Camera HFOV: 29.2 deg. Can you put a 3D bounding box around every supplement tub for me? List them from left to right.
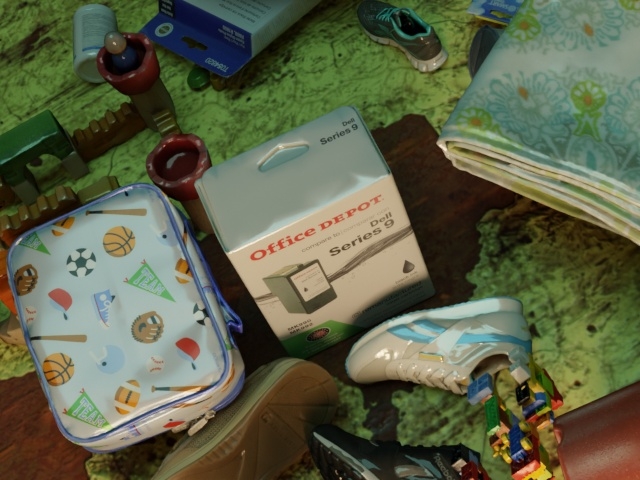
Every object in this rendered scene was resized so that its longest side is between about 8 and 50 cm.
[{"bbox_3d":[-0.347,-0.304,1.899,0.071,0.071,0.107,-13,58,9],"label":"supplement tub"}]

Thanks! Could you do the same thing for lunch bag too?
[{"bbox_3d":[-0.224,0.095,1.464,0.243,0.115,0.303,-23,71,-2],"label":"lunch bag"}]

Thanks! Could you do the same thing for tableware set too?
[{"bbox_3d":[-0.140,-0.290,1.858,0.104,0.024,0.154,8,62,23],"label":"tableware set"}]

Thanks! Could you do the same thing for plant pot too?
[{"bbox_3d":[0.395,0.235,1.258,0.265,0.272,0.272,-21,56,14],"label":"plant pot"}]

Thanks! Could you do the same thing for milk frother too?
[{"bbox_3d":[0.287,-0.223,1.599,0.134,0.143,0.129,1,77,-22],"label":"milk frother"}]

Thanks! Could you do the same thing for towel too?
[{"bbox_3d":[0.358,-0.184,1.464,0.320,0.090,0.374,26,66,20],"label":"towel"}]

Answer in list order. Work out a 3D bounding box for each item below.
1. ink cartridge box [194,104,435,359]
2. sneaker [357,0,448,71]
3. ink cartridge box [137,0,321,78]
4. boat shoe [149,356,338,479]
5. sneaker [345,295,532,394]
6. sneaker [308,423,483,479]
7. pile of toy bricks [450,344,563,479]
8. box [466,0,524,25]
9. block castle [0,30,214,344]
[{"bbox_3d":[0.000,0.000,1.483,0.211,0.289,0.122,-26,56,1],"label":"ink cartridge box"},{"bbox_3d":[0.114,-0.312,1.762,0.166,0.076,0.065,37,75,31],"label":"sneaker"},{"bbox_3d":[-0.137,-0.359,1.853,0.223,0.045,0.224,30,64,35],"label":"ink cartridge box"},{"bbox_3d":[-0.123,0.275,1.475,0.341,0.122,0.110,-41,20,-15],"label":"boat shoe"},{"bbox_3d":[0.141,0.138,1.481,0.228,0.087,0.092,-16,59,9],"label":"sneaker"},{"bbox_3d":[0.120,0.280,1.411,0.283,0.107,0.124,31,58,26],"label":"sneaker"},{"bbox_3d":[0.222,0.225,1.359,0.118,0.105,0.212,-39,16,22],"label":"pile of toy bricks"},{"bbox_3d":[0.295,-0.369,1.762,0.109,0.042,0.178,21,68,27],"label":"box"},{"bbox_3d":[-0.378,-0.066,1.683,0.453,0.213,0.303,-29,56,-2],"label":"block castle"}]
